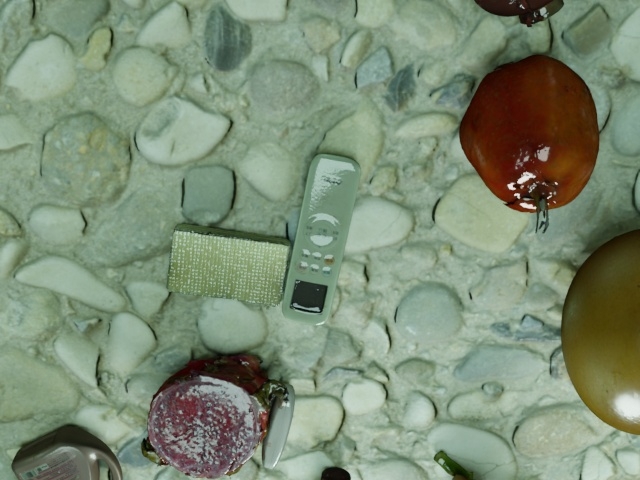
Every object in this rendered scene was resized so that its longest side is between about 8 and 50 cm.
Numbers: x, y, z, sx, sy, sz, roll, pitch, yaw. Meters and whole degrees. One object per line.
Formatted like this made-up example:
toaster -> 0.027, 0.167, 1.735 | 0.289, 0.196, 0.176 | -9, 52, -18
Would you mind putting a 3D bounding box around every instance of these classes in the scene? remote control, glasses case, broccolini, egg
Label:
remote control -> -0.001, 0.000, 1.720 | 0.090, 0.038, 0.310 | 11, 111, -4
glasses case -> -0.076, 0.334, 1.835 | 0.041, 0.063, 0.164 | 12, 111, -7
broccolini -> 0.302, 0.458, 1.897 | 0.058, 0.067, 0.216 | -44, 96, 12
egg -> 0.532, 0.149, 1.649 | 0.282, 0.282, 0.351 | 0, 112, -1

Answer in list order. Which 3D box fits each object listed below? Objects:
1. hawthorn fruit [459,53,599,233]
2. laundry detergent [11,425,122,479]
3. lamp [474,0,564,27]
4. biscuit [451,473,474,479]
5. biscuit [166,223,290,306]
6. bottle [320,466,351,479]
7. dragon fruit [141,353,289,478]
hawthorn fruit -> 0.324, -0.134, 1.545 | 0.211, 0.299, 0.211 | -3, 144, -2
laundry detergent -> -0.435, 0.455, 1.873 | 0.171, 0.076, 0.237 | -27, 109, 9
lamp -> 0.271, -0.436, 1.478 | 0.180, 0.180, 0.258 | -28, 110, 10
biscuit -> 0.276, 0.512, 1.871 | 0.118, 0.061, 0.183 | 12, 126, 21
biscuit -> -0.156, 0.041, 1.734 | 0.199, 0.040, 0.121 | 9, 113, -2
bottle -> 0.022, 0.507, 1.906 | 0.060, 0.060, 0.164 | 6, 112, -3
dragon fruit -> -0.177, 0.302, 1.792 | 0.282, 0.147, 0.211 | -27, 100, 8
